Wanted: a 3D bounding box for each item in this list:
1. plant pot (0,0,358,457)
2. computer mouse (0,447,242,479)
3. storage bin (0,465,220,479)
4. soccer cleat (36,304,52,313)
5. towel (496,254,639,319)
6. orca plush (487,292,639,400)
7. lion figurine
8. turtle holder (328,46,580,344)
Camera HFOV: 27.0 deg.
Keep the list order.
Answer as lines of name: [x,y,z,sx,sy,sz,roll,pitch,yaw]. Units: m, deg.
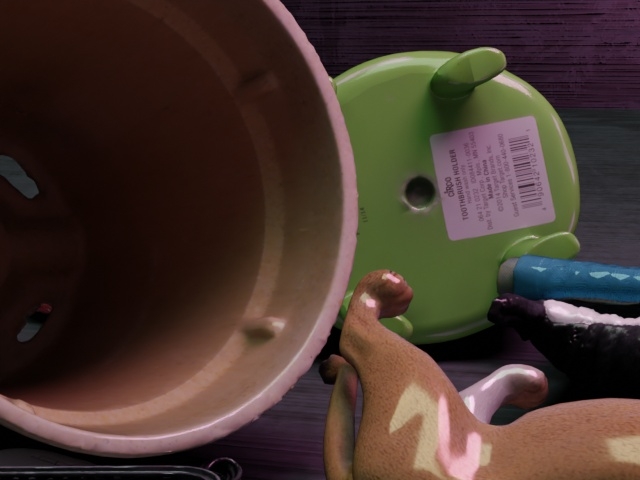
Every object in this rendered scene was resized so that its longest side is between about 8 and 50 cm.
plant pot: [-0.196,-0.015,0.902,0.334,0.334,0.305,-10,-4,-36]
computer mouse: [-0.139,0.145,0.762,0.193,0.042,0.106,1,13,11]
storage bin: [-0.136,0.161,0.591,0.180,0.084,0.122,0,12,2]
soccer cleat: [-0.222,0.044,1.200,0.095,0.083,0.248,-36,28,-13]
towel: [0.336,0.061,0.929,0.370,0.040,0.271,6,-5,29]
orca plush: [0.236,0.096,0.808,0.287,0.151,0.102,18,54,12]
lion figurine: [0.137,0.119,0.683,0.392,0.142,0.240,-11,32,29]
turtle holder: [0.058,-0.012,1.130,0.320,0.243,0.227,-41,-3,0]
